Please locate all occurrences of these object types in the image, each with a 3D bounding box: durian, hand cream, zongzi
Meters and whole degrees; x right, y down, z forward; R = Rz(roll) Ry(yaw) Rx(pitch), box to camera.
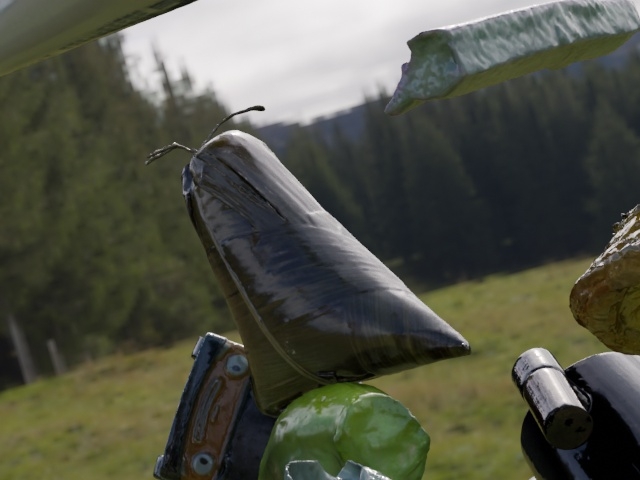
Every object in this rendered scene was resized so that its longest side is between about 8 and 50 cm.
[{"bbox_3d":[0.013,0.192,1.275,0.101,0.139,0.250,-10,-34,-25],"label":"durian"},{"bbox_3d":[-0.097,-0.131,0.740,0.248,0.083,0.133,-19,29,43],"label":"hand cream"},{"bbox_3d":[0.000,0.000,1.322,0.111,0.248,0.241,-24,1,-40],"label":"zongzi"}]

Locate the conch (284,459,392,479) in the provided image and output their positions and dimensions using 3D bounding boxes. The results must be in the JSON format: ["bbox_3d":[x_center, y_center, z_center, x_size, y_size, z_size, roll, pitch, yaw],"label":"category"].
[{"bbox_3d":[0.039,0.197,1.041,0.153,0.102,0.135,13,-8,38],"label":"conch"}]

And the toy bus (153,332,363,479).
[{"bbox_3d":[-0.053,0.206,1.716,0.194,0.162,0.323,18,-11,5],"label":"toy bus"}]

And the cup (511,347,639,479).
[{"bbox_3d":[0.260,0.171,1.377,0.166,0.239,0.177,-25,40,-7],"label":"cup"}]

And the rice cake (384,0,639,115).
[{"bbox_3d":[0.144,-0.142,1.233,0.081,0.051,0.290,-38,-11,38],"label":"rice cake"}]

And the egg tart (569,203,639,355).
[{"bbox_3d":[0.246,0.016,1.059,0.191,0.074,0.191,-4,-26,-2],"label":"egg tart"}]

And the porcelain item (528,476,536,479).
[{"bbox_3d":[0.254,0.350,1.511,0.281,0.157,0.286,-3,38,30],"label":"porcelain item"}]
